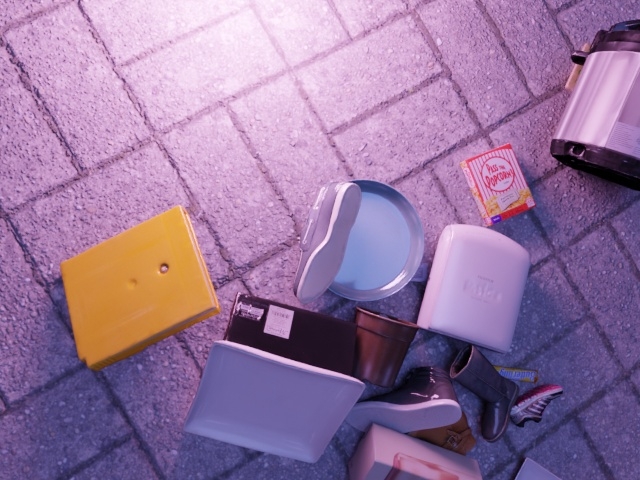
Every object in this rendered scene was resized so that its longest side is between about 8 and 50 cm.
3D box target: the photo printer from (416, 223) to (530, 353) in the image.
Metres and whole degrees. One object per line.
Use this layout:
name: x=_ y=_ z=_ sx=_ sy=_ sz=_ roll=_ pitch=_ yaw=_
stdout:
photo printer: x=0.410 y=0.118 z=1.558 sx=0.256 sy=0.107 sz=0.307 roll=19 pitch=81 yaw=-9

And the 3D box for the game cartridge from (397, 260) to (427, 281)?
game cartridge: x=0.245 y=0.082 z=1.575 sx=0.083 sy=0.017 sz=0.056 roll=4 pitch=87 yaw=-11

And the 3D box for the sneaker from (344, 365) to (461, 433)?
sneaker: x=0.206 y=0.402 z=1.499 sx=0.296 sy=0.147 sz=0.104 roll=-11 pitch=117 yaw=15

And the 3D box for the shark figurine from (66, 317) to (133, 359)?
shark figurine: x=-0.432 y=0.173 z=1.379 sx=0.278 sy=0.116 sz=0.166 roll=-36 pitch=93 yaw=-11

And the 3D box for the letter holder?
letter holder: x=-0.091 y=0.277 z=1.432 sx=0.302 sy=0.214 sz=0.152 roll=16 pitch=49 yaw=-8

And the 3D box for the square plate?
square plate: x=-0.116 y=0.373 z=1.358 sx=0.344 sy=0.347 sz=0.049 roll=17 pitch=38 yaw=-10

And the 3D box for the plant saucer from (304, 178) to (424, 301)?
plant saucer: x=0.111 y=-0.001 z=1.535 sx=0.318 sy=0.044 sz=0.317 roll=1 pitch=84 yaw=-8

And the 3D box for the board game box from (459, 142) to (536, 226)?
board game box: x=0.492 y=-0.155 z=1.636 sx=0.147 sy=0.045 sz=0.193 roll=-23 pitch=89 yaw=-13

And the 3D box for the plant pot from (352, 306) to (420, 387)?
plant pot: x=0.146 y=0.268 z=1.470 sx=0.167 sy=0.167 sz=0.165 roll=17 pitch=89 yaw=-9

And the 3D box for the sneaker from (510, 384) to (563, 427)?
sneaker: x=0.579 y=0.446 z=1.581 sx=0.170 sy=0.063 sz=0.074 roll=-24 pitch=89 yaw=-8

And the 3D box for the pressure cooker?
pressure cooker: x=0.844 y=-0.353 z=1.519 sx=0.370 sy=0.375 sz=0.420 roll=17 pitch=100 yaw=-18

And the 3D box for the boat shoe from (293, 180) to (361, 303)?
boat shoe: x=0.000 y=0.000 z=1.467 sx=0.116 sy=0.099 sz=0.319 roll=25 pitch=86 yaw=-51

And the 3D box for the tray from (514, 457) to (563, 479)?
tray: x=0.532 y=0.725 z=1.557 sx=0.145 sy=0.030 sz=0.270 roll=34 pitch=79 yaw=-5

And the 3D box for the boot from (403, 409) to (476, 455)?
boot: x=0.300 y=0.509 z=1.514 sx=0.197 sy=0.073 sz=0.152 roll=-30 pitch=95 yaw=-10

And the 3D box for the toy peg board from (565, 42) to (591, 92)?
toy peg board: x=0.832 y=-0.485 z=1.724 sx=0.161 sy=0.079 sz=0.161 roll=29 pitch=80 yaw=-7

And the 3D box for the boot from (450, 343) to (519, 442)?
boot: x=0.411 y=0.394 z=1.516 sx=0.208 sy=0.076 sz=0.189 roll=38 pitch=66 yaw=-30

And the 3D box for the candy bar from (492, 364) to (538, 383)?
candy bar: x=0.518 y=0.362 z=1.600 sx=0.162 sy=0.018 sz=0.040 roll=9 pitch=82 yaw=-10

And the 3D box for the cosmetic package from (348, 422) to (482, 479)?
cosmetic package: x=0.230 y=0.583 z=1.434 sx=0.296 sy=0.129 sz=0.153 roll=21 pitch=114 yaw=-8

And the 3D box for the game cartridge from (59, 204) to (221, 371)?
game cartridge: x=-0.412 y=0.105 z=1.330 sx=0.324 sy=0.052 sz=0.285 roll=-26 pitch=63 yaw=3
